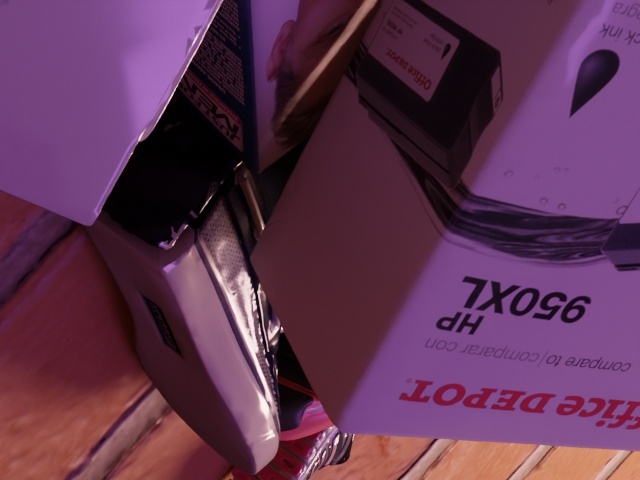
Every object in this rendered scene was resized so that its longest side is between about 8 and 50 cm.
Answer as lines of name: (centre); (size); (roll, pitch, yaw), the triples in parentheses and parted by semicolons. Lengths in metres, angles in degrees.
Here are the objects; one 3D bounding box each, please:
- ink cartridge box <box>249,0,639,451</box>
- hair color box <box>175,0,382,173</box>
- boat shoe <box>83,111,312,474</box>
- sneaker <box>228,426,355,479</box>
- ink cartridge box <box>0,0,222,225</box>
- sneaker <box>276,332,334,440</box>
ink cartridge box: (0.176, -0.069, 0.993); (0.286, 0.166, 0.395); (8, 125, -31)
hair color box: (-0.006, -0.202, 0.939); (0.174, 0.105, 0.347); (-38, 159, -18)
boat shoe: (-0.050, 0.031, 1.192); (0.158, 0.127, 0.340); (-44, 152, -20)
sneaker: (-0.014, 0.189, 1.503); (0.170, 0.063, 0.075); (-52, 146, -2)
ink cartridge box: (-0.161, -0.148, 0.664); (0.233, 0.171, 0.168); (23, 109, -24)
sneaker: (0.062, 0.114, 1.424); (0.314, 0.116, 0.136); (-26, 127, -36)
